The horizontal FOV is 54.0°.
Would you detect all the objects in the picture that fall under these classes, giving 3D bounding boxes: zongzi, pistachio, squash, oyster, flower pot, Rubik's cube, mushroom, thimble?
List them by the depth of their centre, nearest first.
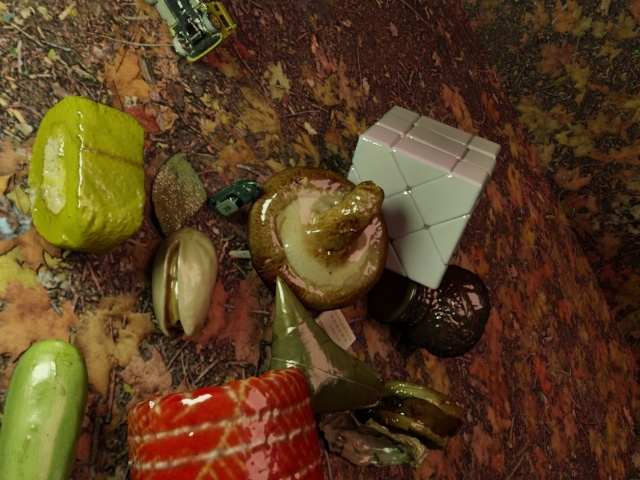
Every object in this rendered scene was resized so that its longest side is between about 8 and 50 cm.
[{"bbox_3d":[-0.428,0.333,0.946,0.118,0.118,0.371,23,61,-43],"label":"squash"},{"bbox_3d":[-0.165,0.358,1.082,0.350,0.350,0.231,2,73,-49],"label":"thimble"},{"bbox_3d":[-0.264,0.079,1.228,0.152,0.126,0.223,72,18,-67],"label":"pistachio"},{"bbox_3d":[0.016,0.234,1.408,0.273,0.145,0.300,4,84,-32],"label":"zongzi"},{"bbox_3d":[-0.004,-0.001,1.454,0.239,0.345,0.345,19,57,-79],"label":"mushroom"},{"bbox_3d":[0.118,0.467,1.504,0.294,0.166,0.094,43,35,-29],"label":"oyster"},{"bbox_3d":[0.245,-0.122,1.629,0.318,0.322,0.316,24,34,12],"label":"Rubik's cube"},{"bbox_3d":[0.292,0.172,1.750,0.267,0.266,0.267,22,60,-32],"label":"flower pot"}]

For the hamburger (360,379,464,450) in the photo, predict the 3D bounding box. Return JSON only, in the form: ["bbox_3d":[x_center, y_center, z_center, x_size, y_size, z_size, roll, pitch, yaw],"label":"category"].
[{"bbox_3d":[0.250,0.453,1.624,0.309,0.211,0.133,39,54,-36],"label":"hamburger"}]

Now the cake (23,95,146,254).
[{"bbox_3d":[-0.404,-0.104,1.089,0.156,0.179,0.261,13,70,-46],"label":"cake"}]

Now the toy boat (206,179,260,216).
[{"bbox_3d":[-0.183,-0.097,1.372,0.055,0.141,0.060,45,39,-30],"label":"toy boat"}]

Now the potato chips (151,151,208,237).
[{"bbox_3d":[-0.298,-0.097,1.332,0.142,0.026,0.209,5,70,-45],"label":"potato chips"}]

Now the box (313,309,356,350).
[{"bbox_3d":[0.001,0.255,1.540,0.220,0.032,0.122,-41,106,-48],"label":"box"}]

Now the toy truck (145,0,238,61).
[{"bbox_3d":[-0.304,-0.557,1.422,0.272,0.124,0.157,58,31,-12],"label":"toy truck"}]
